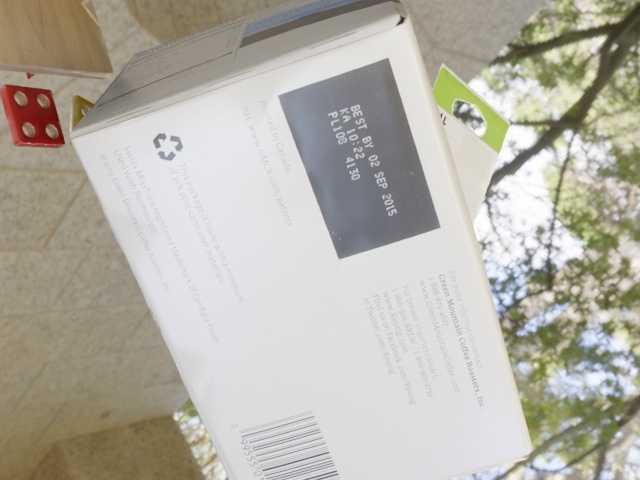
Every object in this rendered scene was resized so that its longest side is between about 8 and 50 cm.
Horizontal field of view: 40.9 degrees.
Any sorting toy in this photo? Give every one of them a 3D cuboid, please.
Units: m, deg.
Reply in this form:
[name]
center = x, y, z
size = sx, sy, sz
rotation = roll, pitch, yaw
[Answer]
[sorting toy]
center = -0.243, -0.184, 0.696
size = 0.132, 0.046, 0.274
rotation = -13, -96, -61

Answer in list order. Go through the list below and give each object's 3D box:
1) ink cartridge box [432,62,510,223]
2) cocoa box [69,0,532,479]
[ink cartridge box]
center = 0.145, -0.094, 1.214
size = 0.189, 0.255, 0.097
rotation = 28, 171, -41
[cocoa box]
center = 0.000, 0.000, 0.680
size = 0.228, 0.231, 0.347
rotation = -92, -17, -65
